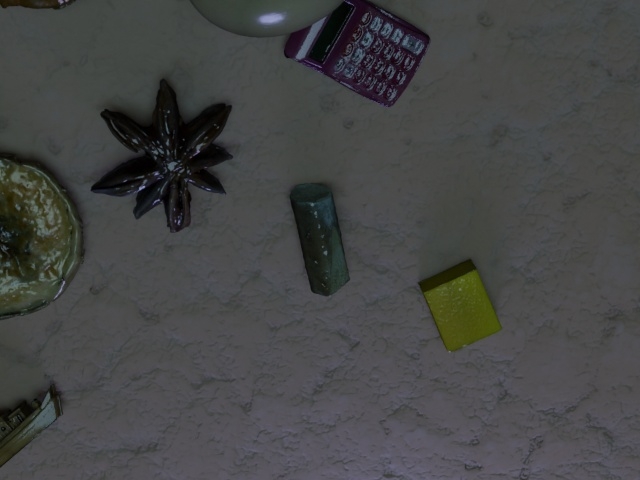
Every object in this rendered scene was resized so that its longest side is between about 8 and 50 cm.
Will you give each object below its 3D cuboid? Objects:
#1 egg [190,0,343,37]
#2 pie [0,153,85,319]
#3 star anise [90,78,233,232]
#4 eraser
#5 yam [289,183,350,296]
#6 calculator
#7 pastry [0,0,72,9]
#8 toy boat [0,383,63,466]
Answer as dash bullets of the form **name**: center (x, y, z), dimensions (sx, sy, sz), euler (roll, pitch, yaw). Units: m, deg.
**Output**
- **egg**: center (-0.062, -0.362, 1.349), dimensions (0.242, 0.186, 0.185), euler (-15, 114, -4)
- **pie**: center (-0.483, -0.003, 1.518), dimensions (0.274, 0.055, 0.274), euler (-3, 113, -6)
- **star anise**: center (-0.224, -0.112, 1.491), dimensions (0.229, 0.093, 0.236), euler (-17, 118, -6)
- **eraser**: center (0.224, 0.105, 1.658), dimensions (0.097, 0.045, 0.122), euler (-23, 113, 3)
- **yam**: center (0.000, 0.000, 1.573), dimensions (0.068, 0.068, 0.169), euler (-14, 113, -1)
- **calculator**: center (0.054, -0.281, 1.483), dimensions (0.191, 0.034, 0.126), euler (24, 107, -22)
- **pastry**: center (-0.378, -0.421, 1.325), dimensions (0.236, 0.121, 0.257), euler (-13, 116, 3)
- **toy boat**: center (-0.494, 0.303, 1.645), dimensions (0.206, 0.064, 0.072), euler (-41, 93, 8)
